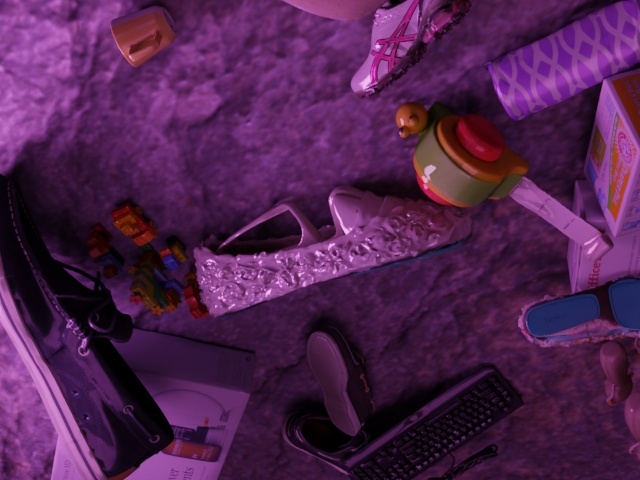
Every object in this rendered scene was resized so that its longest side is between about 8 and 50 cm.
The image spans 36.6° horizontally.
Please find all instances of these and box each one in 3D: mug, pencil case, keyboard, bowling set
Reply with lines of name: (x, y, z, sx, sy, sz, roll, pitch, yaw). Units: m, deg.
mug: (-0.206, -0.243, 1.158, 0.064, 0.078, 0.062, -24, 158, 11)
pencil case: (0.304, -0.215, 1.163, 0.206, 0.086, 0.088, -22, 162, 23)
keyboard: (0.210, 0.356, 1.658, 0.317, 0.033, 0.201, -36, 123, 11)
bowling set: (0.495, 0.174, 1.480, 0.287, 0.200, 0.154, -44, 135, -17)

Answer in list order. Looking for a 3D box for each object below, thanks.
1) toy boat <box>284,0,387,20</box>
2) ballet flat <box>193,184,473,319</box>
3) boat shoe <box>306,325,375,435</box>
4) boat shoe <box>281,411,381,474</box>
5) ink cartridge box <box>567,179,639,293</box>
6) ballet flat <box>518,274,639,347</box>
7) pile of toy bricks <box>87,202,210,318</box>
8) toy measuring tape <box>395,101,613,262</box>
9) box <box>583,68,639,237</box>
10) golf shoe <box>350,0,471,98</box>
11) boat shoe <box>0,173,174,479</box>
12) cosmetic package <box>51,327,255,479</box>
toy boat: (-0.021, -0.377, 0.993, 0.318, 0.148, 0.267, 19, 142, -21)
ballet flat: (0.000, 0.000, 1.339, 0.409, 0.147, 0.147, -18, 129, 16)
boat shoe: (0.037, 0.217, 1.571, 0.081, 0.069, 0.227, 22, 140, 38)
boat shoe: (0.050, 0.354, 1.669, 0.233, 0.084, 0.079, 23, 155, -17)
ink cartridge box: (0.459, -0.005, 1.338, 0.219, 0.092, 0.160, -2, 133, 5)
ballet flat: (0.395, 0.098, 1.336, 0.241, 0.091, 0.077, -6, 168, 15)
pile of toy bricks: (-0.251, 0.056, 1.403, 0.118, 0.105, 0.212, -24, 127, 21)
toy measuring tape: (0.226, -0.061, 1.224, 0.330, 0.121, 0.121, 38, 126, -2)
box: (0.402, -0.109, 1.185, 0.103, 0.114, 0.203, -15, 149, -1)
golf shoe: (0.093, -0.248, 1.159, 0.086, 0.067, 0.186, 47, 125, 0)
boat shoe: (-0.352, 0.120, 1.377, 0.156, 0.187, 0.500, -22, 107, -5)
cosmetic package: (-0.294, 0.312, 1.646, 0.284, 0.097, 0.377, 14, 131, -8)
